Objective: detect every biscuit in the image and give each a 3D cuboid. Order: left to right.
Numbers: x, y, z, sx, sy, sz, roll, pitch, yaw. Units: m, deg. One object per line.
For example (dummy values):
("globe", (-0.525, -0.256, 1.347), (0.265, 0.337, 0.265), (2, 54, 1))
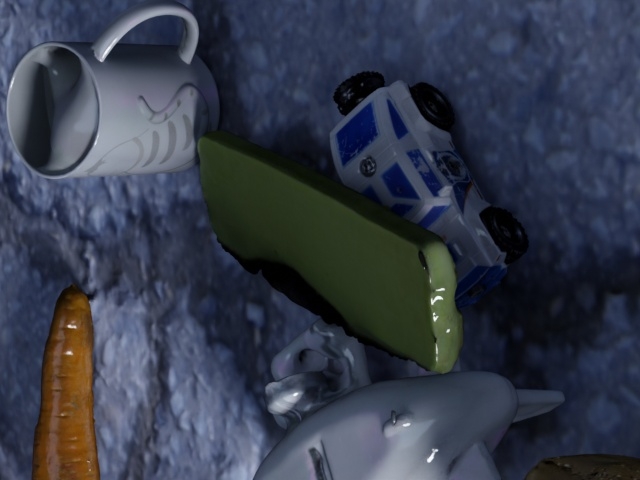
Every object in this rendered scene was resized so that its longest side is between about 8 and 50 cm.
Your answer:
("biscuit", (0.000, 0.000, 1.233), (0.322, 0.038, 0.099), (29, 130, 57))

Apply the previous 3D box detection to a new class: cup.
("cup", (-0.138, -0.103, 1.342), (0.136, 0.133, 0.099), (-28, 75, 37))

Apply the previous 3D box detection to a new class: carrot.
("carrot", (-0.200, 0.139, 1.466), (0.061, 0.061, 0.209), (0, 89, 39))

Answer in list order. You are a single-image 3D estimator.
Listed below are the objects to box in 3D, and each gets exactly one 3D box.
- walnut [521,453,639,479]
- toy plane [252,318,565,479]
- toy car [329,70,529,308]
("walnut", (0.186, 0.237, 1.075), (0.198, 0.198, 0.245), (-31, 83, 36))
("toy plane", (0.042, 0.151, 1.221), (0.252, 0.118, 0.252), (-7, 81, 49))
("toy car", (0.061, -0.035, 1.227), (0.080, 0.070, 0.170), (-41, 69, 34))
